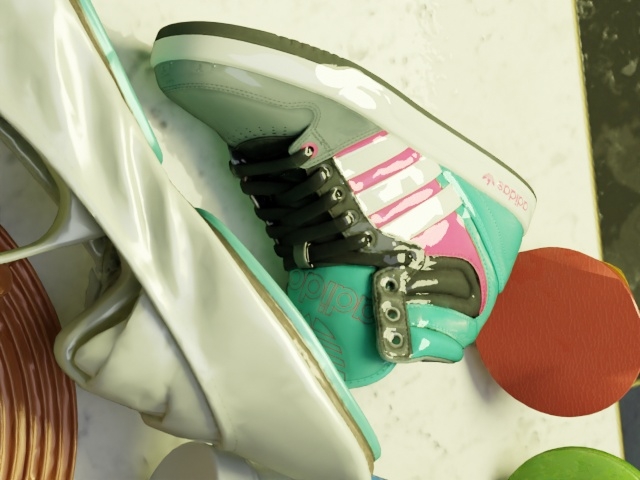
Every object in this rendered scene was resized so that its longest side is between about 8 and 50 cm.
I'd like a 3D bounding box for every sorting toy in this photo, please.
[{"bbox_3d":[0.204,0.163,1.191,0.126,0.127,0.366,-33,118,-57],"label":"sorting toy"}]

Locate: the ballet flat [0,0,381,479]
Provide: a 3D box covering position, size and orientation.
[{"bbox_3d":[-0.121,0.001,0.925,0.139,0.139,0.400,-37,101,-23],"label":"ballet flat"}]

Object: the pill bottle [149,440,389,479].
[{"bbox_3d":[0.000,0.199,1.034,0.221,0.124,0.124,25,82,-32],"label":"pill bottle"}]

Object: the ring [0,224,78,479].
[{"bbox_3d":[-0.277,0.105,0.879,0.336,0.032,0.337,2,86,-33],"label":"ring"}]

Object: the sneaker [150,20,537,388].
[{"bbox_3d":[0.000,0.000,1.021,0.295,0.123,0.178,27,71,-32],"label":"sneaker"}]
